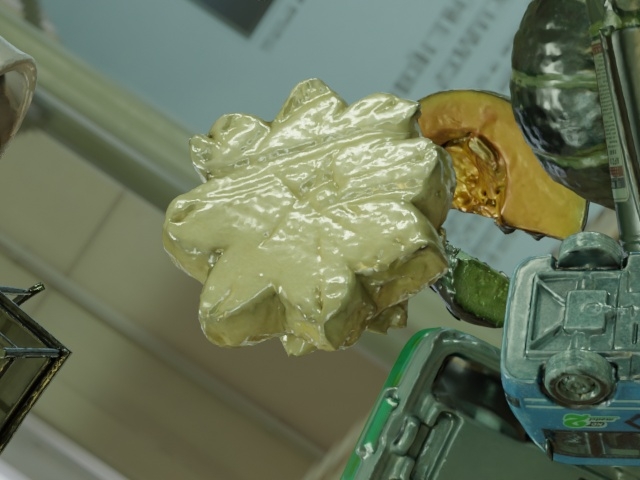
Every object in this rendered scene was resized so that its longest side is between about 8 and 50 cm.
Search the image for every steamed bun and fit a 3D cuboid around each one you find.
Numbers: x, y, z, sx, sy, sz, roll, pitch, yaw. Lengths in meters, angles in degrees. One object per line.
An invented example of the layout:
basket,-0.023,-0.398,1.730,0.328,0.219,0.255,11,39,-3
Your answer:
steamed bun,0.000,0.000,1.800,0.292,0.295,0.137,-56,-33,-26

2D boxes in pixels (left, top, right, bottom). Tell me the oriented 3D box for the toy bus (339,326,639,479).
toy bus,0.181,0.212,1.511,0.184,0.343,0.199,-63,5,-6

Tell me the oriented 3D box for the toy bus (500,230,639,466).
toy bus,0.243,0.076,1.234,0.134,0.246,0.113,71,-157,-48

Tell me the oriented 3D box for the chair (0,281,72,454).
chair,-0.360,0.133,2.085,0.154,0.141,0.260,-54,-16,9

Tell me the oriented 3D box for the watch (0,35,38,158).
watch,-0.331,-0.081,1.448,0.231,0.196,0.244,-55,-4,-2

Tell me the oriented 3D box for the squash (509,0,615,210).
squash,0.287,-0.147,1.706,0.252,0.252,0.165,-56,25,-10

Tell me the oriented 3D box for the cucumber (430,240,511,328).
cucumber,0.175,0.044,2.504,0.115,0.193,0.086,21,-74,-43

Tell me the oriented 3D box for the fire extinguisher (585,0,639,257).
fire extinguisher,0.254,-0.058,1.440,0.118,0.093,0.294,-14,-84,-65

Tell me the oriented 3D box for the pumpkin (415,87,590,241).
pumpkin,0.176,-0.115,2.224,0.148,0.312,0.169,-44,-40,-58
